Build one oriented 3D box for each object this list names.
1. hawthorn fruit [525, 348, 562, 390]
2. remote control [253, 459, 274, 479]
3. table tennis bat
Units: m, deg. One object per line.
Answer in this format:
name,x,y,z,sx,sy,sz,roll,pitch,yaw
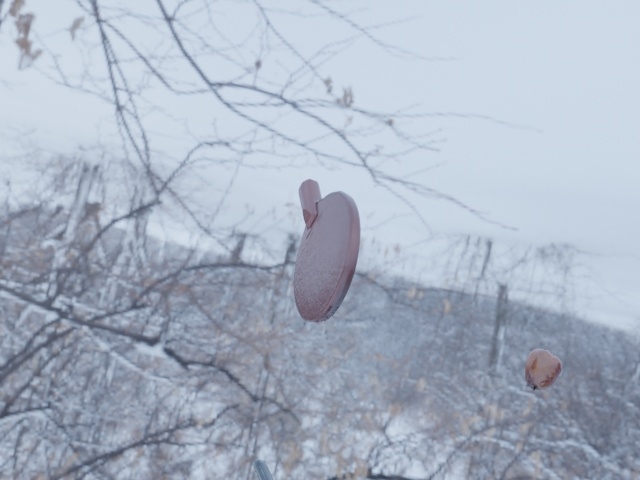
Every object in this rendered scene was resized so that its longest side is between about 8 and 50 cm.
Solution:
hawthorn fruit,0.480,0.286,1.762,0.081,0.093,0.081,35,174,4
remote control,-0.121,0.691,2.193,0.222,0.042,0.072,52,174,34
table tennis bat,0.000,0.000,1.720,0.051,0.268,0.414,16,-149,-21
